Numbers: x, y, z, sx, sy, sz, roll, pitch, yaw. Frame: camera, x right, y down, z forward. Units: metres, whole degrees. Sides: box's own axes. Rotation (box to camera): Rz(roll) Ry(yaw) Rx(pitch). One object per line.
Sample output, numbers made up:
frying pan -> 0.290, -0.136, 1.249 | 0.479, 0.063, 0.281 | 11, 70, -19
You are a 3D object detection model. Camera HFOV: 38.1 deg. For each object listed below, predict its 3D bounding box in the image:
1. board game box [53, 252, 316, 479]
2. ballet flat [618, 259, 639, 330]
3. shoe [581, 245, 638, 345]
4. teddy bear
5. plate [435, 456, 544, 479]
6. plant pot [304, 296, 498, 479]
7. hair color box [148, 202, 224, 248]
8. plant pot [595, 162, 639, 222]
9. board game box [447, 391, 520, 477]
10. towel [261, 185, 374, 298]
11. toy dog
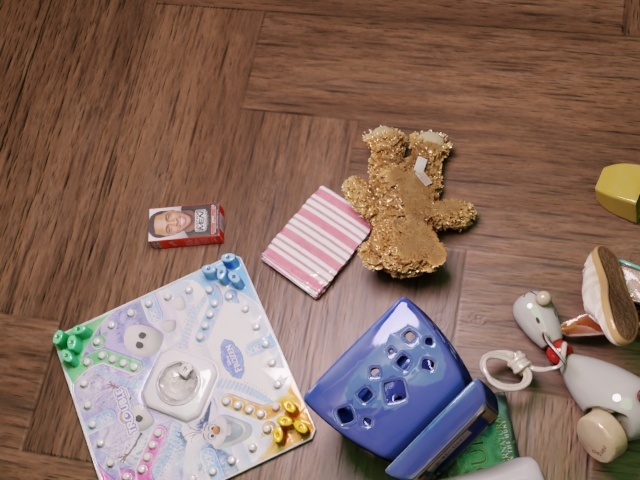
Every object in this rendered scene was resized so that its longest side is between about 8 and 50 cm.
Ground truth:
board game box -> -0.258, 0.258, 1.681 | 0.390, 0.050, 0.390 | -25, 66, -2
ballet flat -> 0.625, 0.137, 1.577 | 0.316, 0.107, 0.106 | 22, 76, 27
shoe -> 0.475, 0.100, 1.539 | 0.076, 0.058, 0.219 | 31, 36, -18
teddy bear -> 0.159, -0.074, 1.730 | 0.245, 0.113, 0.338 | -6, 63, -17
plate -> 0.288, 0.483, 1.423 | 0.277, 0.045, 0.278 | -5, 64, -31
plant pot -> 0.148, 0.261, 1.502 | 0.236, 0.236, 0.212 | -45, 67, 0
hair color box -> -0.261, -0.028, 1.804 | 0.141, 0.043, 0.072 | -6, 68, 7
plant pot -> 0.550, -0.093, 1.692 | 0.083, 0.081, 0.081 | 18, 71, 27
board game box -> 0.271, 0.358, 1.571 | 0.126, 0.026, 0.186 | -11, 66, 4
towel -> 0.000, 0.000, 1.764 | 0.144, 0.029, 0.197 | 35, 74, 20
toy dog -> 0.448, 0.202, 1.522 | 0.333, 0.161, 0.220 | 36, 52, 17
